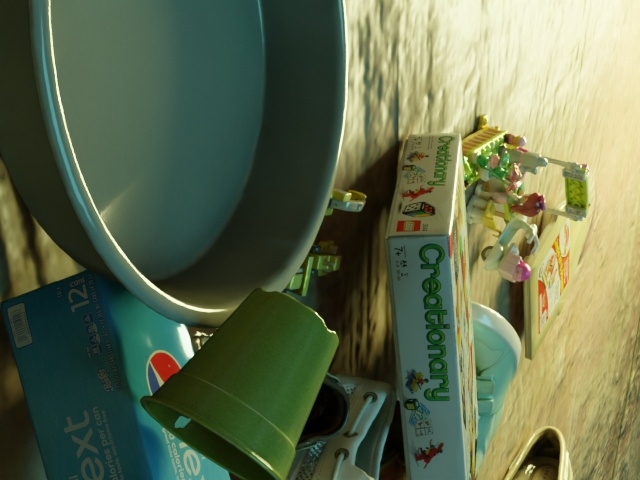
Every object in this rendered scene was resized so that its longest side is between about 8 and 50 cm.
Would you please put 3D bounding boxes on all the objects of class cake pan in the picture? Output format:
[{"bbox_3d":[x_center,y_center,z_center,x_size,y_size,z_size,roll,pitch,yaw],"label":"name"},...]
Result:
[{"bbox_3d":[-0.069,-0.103,0.612,0.293,0.054,0.293,-5,96,-63],"label":"cake pan"}]

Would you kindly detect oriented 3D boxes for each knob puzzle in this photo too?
[{"bbox_3d":[0.291,0.025,1.513,0.213,0.030,0.213,-41,139,-48],"label":"knob puzzle"}]

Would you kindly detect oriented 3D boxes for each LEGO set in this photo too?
[{"bbox_3d":[0.195,-0.050,1.182,0.132,0.107,0.287,-69,154,-9],"label":"LEGO set"}]

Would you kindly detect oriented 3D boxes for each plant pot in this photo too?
[{"bbox_3d":[-0.032,0.068,0.585,0.079,0.083,0.083,-58,151,-19],"label":"plant pot"}]

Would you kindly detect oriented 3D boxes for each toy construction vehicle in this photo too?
[{"bbox_3d":[0.000,0.000,0.905,0.098,0.035,0.086,-1,107,-63],"label":"toy construction vehicle"}]

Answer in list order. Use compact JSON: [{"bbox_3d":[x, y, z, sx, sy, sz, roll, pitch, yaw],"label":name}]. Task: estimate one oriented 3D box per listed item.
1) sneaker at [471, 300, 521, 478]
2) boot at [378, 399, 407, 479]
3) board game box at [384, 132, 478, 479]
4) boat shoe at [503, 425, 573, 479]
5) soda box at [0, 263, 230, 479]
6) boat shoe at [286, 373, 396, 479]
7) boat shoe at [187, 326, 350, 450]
[{"bbox_3d":[0.139,0.177,1.217,0.256,0.094,0.151,78,32,-50],"label":"sneaker"},{"bbox_3d":[0.030,0.240,1.073,0.197,0.073,0.152,-15,121,-59],"label":"boot"},{"bbox_3d":[0.100,0.085,1.023,0.193,0.053,0.305,-73,159,-60],"label":"board game box"},{"bbox_3d":[0.272,0.368,1.608,0.302,0.109,0.098,-50,141,-50],"label":"boat shoe"},{"bbox_3d":[-0.096,0.121,0.631,0.071,0.067,0.210,-2,75,-64],"label":"soda box"},{"bbox_3d":[0.015,0.205,0.885,0.277,0.096,0.098,-82,165,-44],"label":"boat shoe"},{"bbox_3d":[-0.054,0.104,0.789,0.257,0.095,0.095,6,100,-64],"label":"boat shoe"}]
